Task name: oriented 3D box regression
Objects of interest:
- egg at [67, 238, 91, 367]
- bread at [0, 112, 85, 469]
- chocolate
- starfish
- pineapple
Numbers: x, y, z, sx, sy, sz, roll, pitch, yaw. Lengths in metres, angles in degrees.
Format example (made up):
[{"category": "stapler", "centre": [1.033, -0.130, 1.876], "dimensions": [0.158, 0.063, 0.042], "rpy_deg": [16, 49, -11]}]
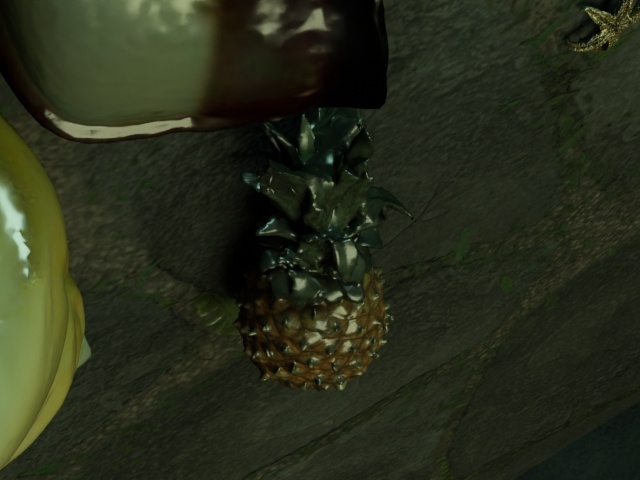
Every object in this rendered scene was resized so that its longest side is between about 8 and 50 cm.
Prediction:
[{"category": "egg", "centre": [-0.282, 0.037, 1.001], "dimensions": [0.206, 0.162, 0.271], "rpy_deg": [-38, 163, -9]}, {"category": "bread", "centre": [-0.338, 0.049, 0.740], "dimensions": [0.424, 0.328, 0.245], "rpy_deg": [-1, 152, 2]}, {"category": "chocolate", "centre": [-0.104, -0.171, 0.757], "dimensions": [0.186, 0.283, 0.283], "rpy_deg": [-24, 153, -7]}, {"category": "starfish", "centre": [0.276, -0.213, 1.347], "dimensions": [0.078, 0.028, 0.091], "rpy_deg": [-16, 144, -26]}, {"category": "pineapple", "centre": [0.004, 0.001, 1.277], "dimensions": [0.166, 0.165, 0.364], "rpy_deg": [-23, 149, -20]}]
